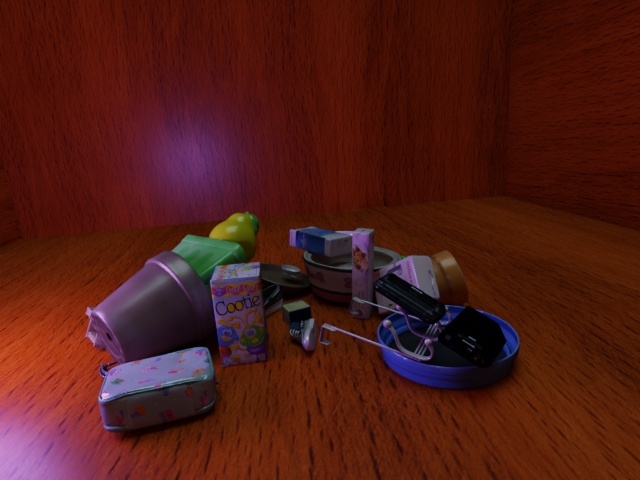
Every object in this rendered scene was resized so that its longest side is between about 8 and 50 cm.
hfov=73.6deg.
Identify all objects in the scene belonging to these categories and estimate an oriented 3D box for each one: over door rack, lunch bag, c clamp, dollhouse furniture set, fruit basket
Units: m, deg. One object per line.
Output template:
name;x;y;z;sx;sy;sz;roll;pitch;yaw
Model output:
over door rack;0.186;0.225;1.223;0.325;0.108;0.240;4;16;28
lunch bag;-0.406;0.374;1.104;0.280;0.107;0.224;-7;10;-19
c clamp;-0.611;0.379;1.326;0.137;0.022;0.161;12;20;34
dollhouse furniture set;-0.738;0.316;1.527;0.161;0.101;0.182;16;-3;-41
fruit basket;-0.348;0.076;1.552;0.393;0.282;0.392;-12;22;5

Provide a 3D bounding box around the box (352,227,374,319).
box;0.150;0.118;1.513;0.063;0.323;0.067;6;18;24

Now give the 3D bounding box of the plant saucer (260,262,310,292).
plant saucer;-0.171;0.163;1.852;0.278;0.041;0.278;15;11;-3

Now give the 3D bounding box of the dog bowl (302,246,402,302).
dog bowl;0.128;0.131;1.770;0.409;0.150;0.408;1;12;0

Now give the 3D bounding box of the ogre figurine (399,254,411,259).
ogre figurine;0.363;0.123;1.851;0.097;0.118;0.197;-7;15;-12

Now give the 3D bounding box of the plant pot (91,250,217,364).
plant pot;-0.535;0.231;1.341;0.323;0.322;0.281;10;30;42

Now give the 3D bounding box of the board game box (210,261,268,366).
board game box;-0.243;0.222;1.315;0.142;0.274;0.144;-6;15;-6

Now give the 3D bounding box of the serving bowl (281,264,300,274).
serving bowl;-0.132;0.134;1.873;0.084;0.027;0.083;14;12;-3

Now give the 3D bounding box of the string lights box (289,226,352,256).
string lights box;0.000;0.000;1.829;0.134;0.076;0.260;-10;17;-41

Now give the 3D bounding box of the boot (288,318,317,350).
boot;-0.062;0.308;1.376;0.086;0.069;0.190;-10;6;6

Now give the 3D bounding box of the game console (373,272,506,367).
game console;0.315;0.192;1.152;0.362;0.043;0.213;33;26;26

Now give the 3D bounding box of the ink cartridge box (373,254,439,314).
ink cartridge box;0.288;0.157;1.473;0.092;0.158;0.218;5;-23;-35

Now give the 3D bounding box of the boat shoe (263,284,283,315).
boat shoe;-0.247;0.242;1.583;0.108;0.102;0.301;7;18;35

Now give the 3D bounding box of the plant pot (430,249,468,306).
plant pot;0.409;0.162;1.575;0.188;0.204;0.205;-20;15;0

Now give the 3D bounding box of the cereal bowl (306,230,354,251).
cereal bowl;0.097;0.059;2.128;0.340;0.141;0.339;-4;14;1

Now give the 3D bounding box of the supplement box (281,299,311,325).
supplement box;-0.087;0.262;1.554;0.084;0.056;0.083;-11;16;-24

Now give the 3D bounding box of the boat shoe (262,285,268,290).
boat shoe;-0.288;0.216;1.710;0.095;0.095;0.258;8;18;38

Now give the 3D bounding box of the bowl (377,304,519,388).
bowl;0.366;0.300;1.249;0.392;0.077;0.391;-4;15;1
